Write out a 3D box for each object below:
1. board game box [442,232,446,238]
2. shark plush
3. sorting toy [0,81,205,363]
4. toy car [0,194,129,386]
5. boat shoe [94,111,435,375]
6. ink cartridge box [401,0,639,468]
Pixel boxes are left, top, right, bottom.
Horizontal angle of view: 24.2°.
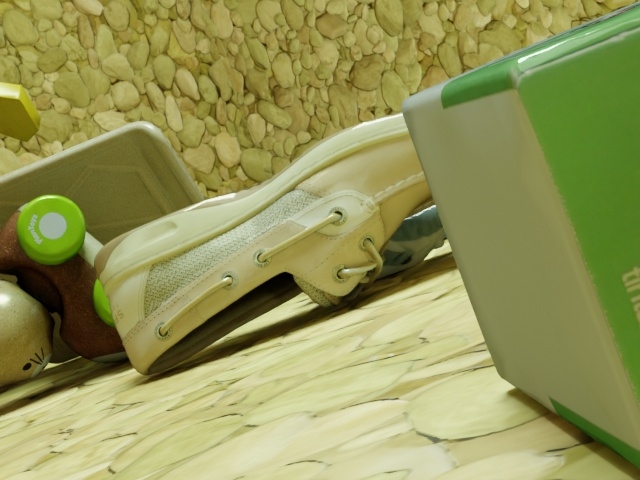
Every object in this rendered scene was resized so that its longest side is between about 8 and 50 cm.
[{"bbox_3d":[0.041,-0.015,1.234,0.194,0.060,0.194,-22,4,-24],"label":"board game box"},{"bbox_3d":[0.047,-0.010,1.064,0.161,0.067,0.073,-19,4,24],"label":"shark plush"},{"bbox_3d":[-0.214,-0.028,1.264,0.229,0.307,0.041,-18,41,14],"label":"sorting toy"},{"bbox_3d":[-0.228,0.078,1.159,0.188,0.149,0.155,-50,1,-15],"label":"toy car"},{"bbox_3d":[0.000,0.000,1.000,0.302,0.098,0.109,-22,-18,4],"label":"boat shoe"},{"bbox_3d":[0.183,-0.045,0.462,0.278,0.117,0.201,-22,4,-4],"label":"ink cartridge box"}]
